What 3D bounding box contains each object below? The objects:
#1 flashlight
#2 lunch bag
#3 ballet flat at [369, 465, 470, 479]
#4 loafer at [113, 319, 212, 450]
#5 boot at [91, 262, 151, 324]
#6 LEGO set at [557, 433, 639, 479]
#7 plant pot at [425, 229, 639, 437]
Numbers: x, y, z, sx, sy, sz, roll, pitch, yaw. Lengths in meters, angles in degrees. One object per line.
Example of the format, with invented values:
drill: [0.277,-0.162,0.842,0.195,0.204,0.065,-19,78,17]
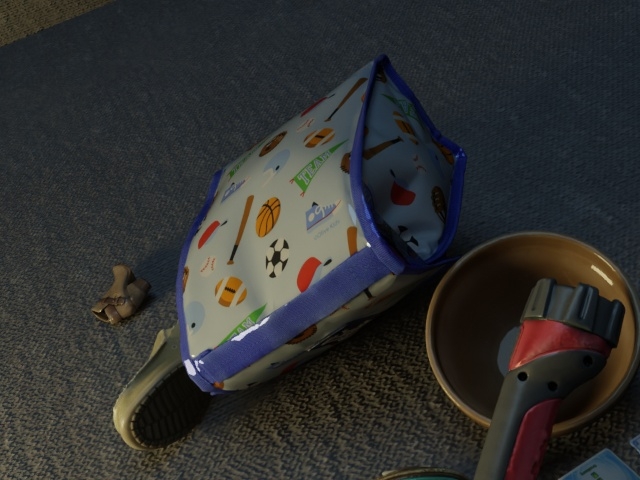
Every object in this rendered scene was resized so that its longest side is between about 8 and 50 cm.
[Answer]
flashlight: [0.218,0.193,1.038,0.103,0.103,0.304,-8,59,58]
lunch bag: [0.000,0.000,1.304,0.328,0.239,0.385,-35,19,27]
ballet flat: [0.058,0.278,1.116,0.206,0.073,0.067,-15,20,-2]
loafer: [-0.186,0.171,1.355,0.092,0.101,0.268,4,31,32]
boot: [-0.313,0.083,1.582,0.087,0.042,0.118,-44,34,-20]
LEGO set: [0.374,0.233,0.988,0.244,0.060,0.182,-21,48,-31]
plant pot: [0.245,0.116,1.180,0.238,0.109,0.237,-7,64,14]
